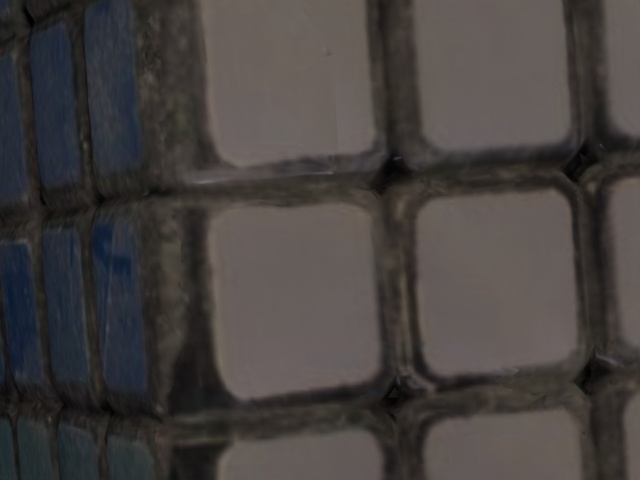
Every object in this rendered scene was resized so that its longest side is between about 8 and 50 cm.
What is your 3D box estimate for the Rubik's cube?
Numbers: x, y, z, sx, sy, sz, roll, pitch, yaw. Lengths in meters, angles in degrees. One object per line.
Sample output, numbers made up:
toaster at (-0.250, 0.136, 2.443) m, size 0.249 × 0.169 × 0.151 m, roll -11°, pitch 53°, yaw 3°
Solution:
Rubik's cube at (0.033, 0.005, 0.491) m, size 0.238 × 0.237 × 0.237 m, roll -5°, pitch 179°, yaw -22°
